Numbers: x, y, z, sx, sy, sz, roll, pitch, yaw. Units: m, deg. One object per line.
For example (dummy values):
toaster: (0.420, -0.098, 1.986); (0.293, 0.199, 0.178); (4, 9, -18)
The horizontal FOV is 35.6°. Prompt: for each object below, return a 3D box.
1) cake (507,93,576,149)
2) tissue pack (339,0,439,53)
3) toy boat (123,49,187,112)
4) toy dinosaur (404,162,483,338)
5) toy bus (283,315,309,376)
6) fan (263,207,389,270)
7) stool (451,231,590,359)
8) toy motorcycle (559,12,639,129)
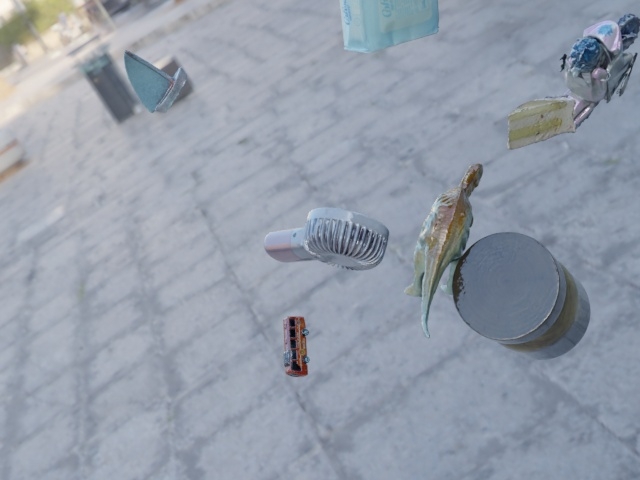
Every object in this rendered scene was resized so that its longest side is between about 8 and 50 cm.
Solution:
cake: (0.272, -0.148, 1.247); (0.065, 0.052, 0.121); (5, 19, 34)
tissue pack: (0.102, -0.449, 1.597); (0.177, 0.263, 0.089); (-24, 30, -34)
toy boat: (-0.302, -0.282, 1.728); (0.096, 0.122, 0.034); (-58, 30, 5)
toy dinosaur: (0.197, 0.029, 1.645); (0.092, 0.206, 0.393); (21, 37, 13)
toy bus: (-0.046, 0.194, 1.817); (0.043, 0.110, 0.031); (6, -19, -28)
fan: (0.000, 0.000, 1.559); (0.244, 0.130, 0.074); (-6, 65, 48)
stool: (0.349, 0.101, 1.702); (0.179, 0.179, 0.264); (-26, -23, 18)
toy motorcycle: (0.483, -0.309, 1.814); (0.108, 0.239, 0.204); (22, 14, 32)
